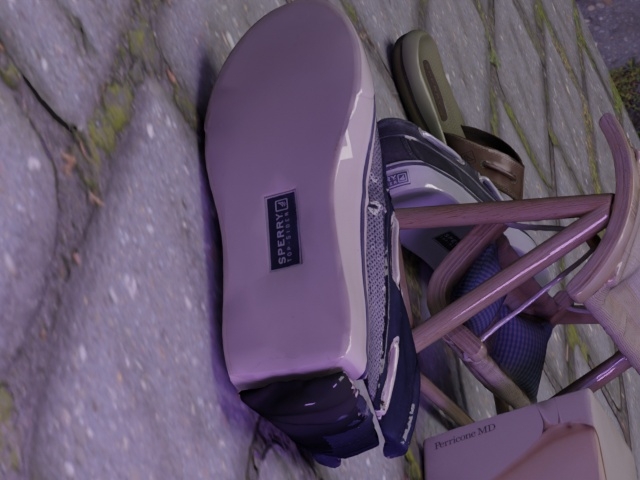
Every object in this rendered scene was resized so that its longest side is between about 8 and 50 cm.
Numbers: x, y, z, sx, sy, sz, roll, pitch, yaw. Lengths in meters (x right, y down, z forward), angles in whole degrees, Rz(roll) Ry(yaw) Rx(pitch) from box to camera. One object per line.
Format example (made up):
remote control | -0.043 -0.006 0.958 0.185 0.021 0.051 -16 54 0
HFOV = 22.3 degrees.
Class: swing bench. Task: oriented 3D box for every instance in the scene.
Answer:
swing bench | 0.200 0.050 1.426 0.253 0.254 0.165 43 32 -53

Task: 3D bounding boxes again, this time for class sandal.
sandal | 0.166 -0.088 1.734 0.303 0.086 0.120 67 19 -8

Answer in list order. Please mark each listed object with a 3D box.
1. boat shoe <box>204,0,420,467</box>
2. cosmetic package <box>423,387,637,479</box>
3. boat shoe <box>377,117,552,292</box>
boat shoe | 0.000 0.000 1.164 0.158 0.127 0.340 56 30 -52
cosmetic package | 0.176 0.284 1.274 0.113 0.160 0.309 54 24 -38
boat shoe | 0.130 -0.022 1.558 0.301 0.108 0.102 35 40 -48
